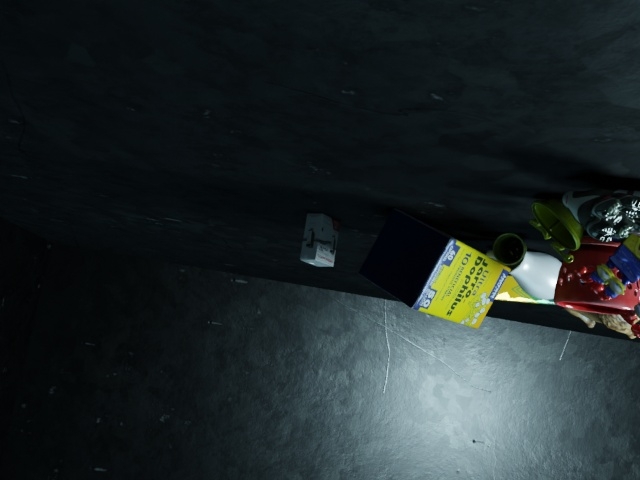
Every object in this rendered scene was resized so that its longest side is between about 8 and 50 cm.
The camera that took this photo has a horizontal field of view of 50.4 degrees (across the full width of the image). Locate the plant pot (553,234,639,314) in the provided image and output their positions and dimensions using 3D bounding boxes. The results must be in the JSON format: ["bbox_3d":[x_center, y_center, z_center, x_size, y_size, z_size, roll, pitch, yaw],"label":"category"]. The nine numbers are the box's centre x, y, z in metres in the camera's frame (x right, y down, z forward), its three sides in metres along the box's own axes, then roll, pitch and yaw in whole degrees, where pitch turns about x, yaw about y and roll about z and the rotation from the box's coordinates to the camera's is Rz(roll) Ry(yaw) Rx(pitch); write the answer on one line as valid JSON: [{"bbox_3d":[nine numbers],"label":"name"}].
[{"bbox_3d":[0.672,0.084,1.651,0.191,0.174,0.191,9,170,2],"label":"plant pot"}]

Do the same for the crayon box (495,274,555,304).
[{"bbox_3d":[0.594,0.146,2.169,0.323,0.083,0.203,7,180,-18],"label":"crayon box"}]

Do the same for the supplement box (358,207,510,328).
[{"bbox_3d":[0.303,0.080,1.763,0.195,0.194,0.357,33,-172,40],"label":"supplement box"}]

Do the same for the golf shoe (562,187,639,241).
[{"bbox_3d":[0.577,-0.058,1.245,0.273,0.105,0.120,5,-156,-23],"label":"golf shoe"}]

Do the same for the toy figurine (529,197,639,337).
[{"bbox_3d":[0.627,0.005,1.381,0.362,0.217,0.191,51,-175,15],"label":"toy figurine"}]

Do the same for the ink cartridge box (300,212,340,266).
[{"bbox_3d":[0.000,0.000,1.919,0.056,0.135,0.099,2,168,34],"label":"ink cartridge box"}]

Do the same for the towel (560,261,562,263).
[{"bbox_3d":[0.753,0.095,2.052,0.285,0.034,0.209,8,172,18],"label":"towel"}]

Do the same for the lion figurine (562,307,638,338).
[{"bbox_3d":[0.944,0.231,2.346,0.240,0.142,0.392,25,167,-33],"label":"lion figurine"}]

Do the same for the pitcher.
[{"bbox_3d":[0.585,0.082,1.930,0.207,0.125,0.178,26,178,-24],"label":"pitcher"}]

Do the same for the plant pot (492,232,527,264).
[{"bbox_3d":[0.504,0.023,1.778,0.083,0.083,0.079,3,179,33],"label":"plant pot"}]
